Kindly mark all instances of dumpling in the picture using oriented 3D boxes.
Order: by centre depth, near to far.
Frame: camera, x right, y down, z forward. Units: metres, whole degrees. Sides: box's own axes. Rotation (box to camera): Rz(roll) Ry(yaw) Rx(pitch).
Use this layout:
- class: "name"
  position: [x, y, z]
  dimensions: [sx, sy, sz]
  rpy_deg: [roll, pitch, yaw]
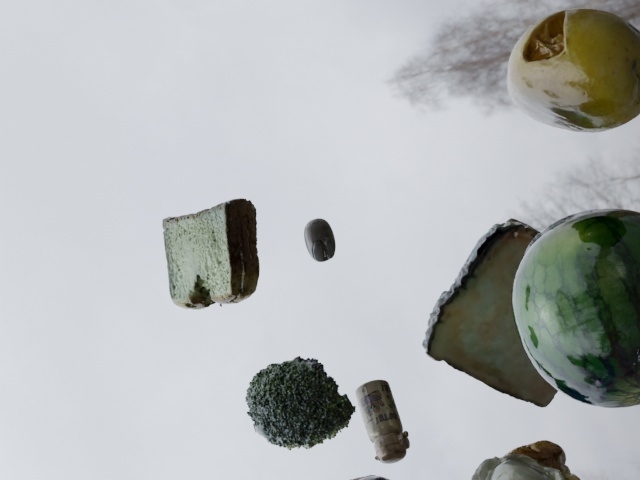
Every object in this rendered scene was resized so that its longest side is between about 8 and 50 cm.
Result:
- class: "dumpling"
  position: [0.384, 0.469, 1.481]
  dimensions: [0.127, 0.187, 0.108]
  rpy_deg: [-52, -46, -61]

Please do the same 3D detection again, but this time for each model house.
- class: "model house"
  position: [0.531, 0.170, 2.209]
  dimensions: [0.400, 0.394, 0.446]
  rpy_deg: [-49, -18, -81]

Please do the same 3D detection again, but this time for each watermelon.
- class: "watermelon"
  position: [0.510, 0.117, 1.353]
  dimensions: [0.363, 0.363, 0.364]
  rpy_deg: [31, -127, -54]

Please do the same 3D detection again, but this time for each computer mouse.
- class: "computer mouse"
  position: [0.001, 0.000, 1.654]
  dimensions: [0.039, 0.065, 0.096]
  rpy_deg: [-173, 68, -74]

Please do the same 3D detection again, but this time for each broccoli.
- class: "broccoli"
  position: [-0.046, 0.348, 1.645]
  dimensions: [0.176, 0.226, 0.198]
  rpy_deg: [124, 144, -76]

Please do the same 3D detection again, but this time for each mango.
- class: "mango"
  position: [0.452, -0.289, 1.390]
  dimensions: [0.365, 0.252, 0.182]
  rpy_deg: [148, 144, -82]

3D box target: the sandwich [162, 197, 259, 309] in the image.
- class: "sandwich"
  position: [-0.268, 0.041, 1.878]
  dimensions: [0.095, 0.273, 0.249]
  rpy_deg: [4, -102, -47]

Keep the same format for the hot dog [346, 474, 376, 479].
- class: "hot dog"
  position: [0.041, 0.752, 2.235]
  dimensions: [0.088, 0.285, 0.061]
  rpy_deg: [-87, -23, -63]

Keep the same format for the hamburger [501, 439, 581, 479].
- class: "hamburger"
  position: [0.423, 0.578, 1.685]
  dimensions: [0.289, 0.314, 0.170]
  rpy_deg: [-9, -125, -29]

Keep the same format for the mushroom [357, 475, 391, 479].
- class: "mushroom"
  position: [0.165, 0.672, 1.878]
  dimensions: [0.138, 0.231, 0.194]
  rpy_deg: [3, -69, -33]

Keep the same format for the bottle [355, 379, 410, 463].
- class: "bottle"
  position: [0.168, 0.473, 2.004]
  dimensions: [0.097, 0.110, 0.209]
  rpy_deg: [35, -150, -50]
